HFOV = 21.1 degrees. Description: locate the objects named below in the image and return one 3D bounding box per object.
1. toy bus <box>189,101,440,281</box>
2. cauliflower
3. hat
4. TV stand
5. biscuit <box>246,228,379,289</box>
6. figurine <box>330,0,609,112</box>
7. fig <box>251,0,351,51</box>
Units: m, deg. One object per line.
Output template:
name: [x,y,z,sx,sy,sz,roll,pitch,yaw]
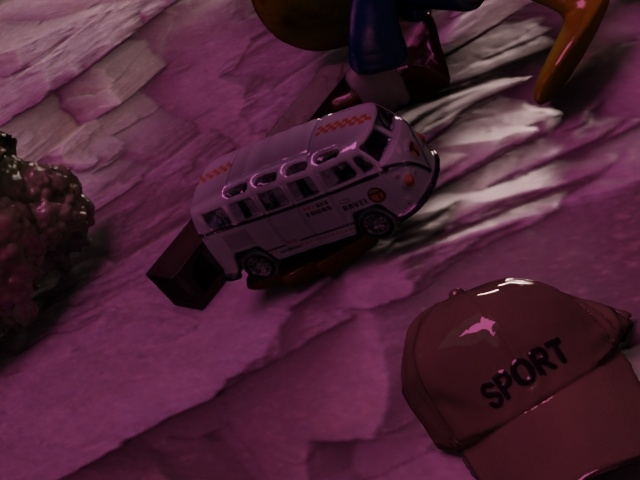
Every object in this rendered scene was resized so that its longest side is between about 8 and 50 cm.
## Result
toy bus: [-0.008,-0.041,1.306,0.193,0.089,0.087,-18,34,31]
cauliflower: [-0.340,0.007,1.625,0.256,0.239,0.315,-31,-8,-9]
hat: [0.123,0.085,1.005,0.147,0.085,0.175,-36,27,5]
TV stand: [-0.049,-0.051,1.466,0.049,0.040,0.256,3,50,55]
biscuit: [0.000,0.000,1.353,0.130,0.019,0.119,2,48,52]
figurine: [0.060,-0.227,1.376,0.204,0.338,0.283,-55,-4,-38]
fig: [0.017,-0.267,1.567,0.191,0.181,0.181,-23,27,-4]
